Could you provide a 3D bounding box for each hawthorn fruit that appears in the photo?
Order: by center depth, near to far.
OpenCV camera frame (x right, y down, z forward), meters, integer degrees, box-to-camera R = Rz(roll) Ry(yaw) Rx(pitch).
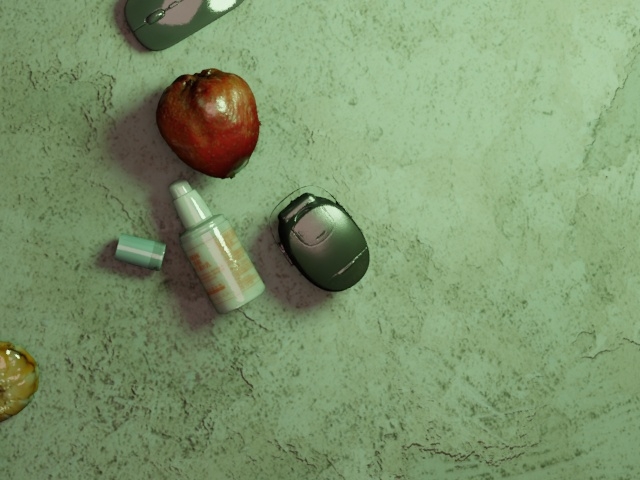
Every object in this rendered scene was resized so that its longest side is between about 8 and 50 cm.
[{"bbox_3d":[-0.188,-0.200,1.862,0.185,0.185,0.202,-26,112,-8],"label":"hawthorn fruit"}]

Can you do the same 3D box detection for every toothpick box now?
[{"bbox_3d":[-0.325,0.021,1.903,0.083,0.052,0.052,15,90,-9],"label":"toothpick box"}]

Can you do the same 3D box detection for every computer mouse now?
[{"bbox_3d":[-0.240,-0.435,1.897,0.232,0.057,0.120,-32,97,-8],"label":"computer mouse"}]

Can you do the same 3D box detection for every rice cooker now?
[{"bbox_3d":[-0.001,-0.001,1.925,0.142,0.118,0.203,-37,98,-6],"label":"rice cooker"}]

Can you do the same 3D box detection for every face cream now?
[{"bbox_3d":[-0.200,0.003,1.900,0.101,0.101,0.252,-29,97,-8],"label":"face cream"}]

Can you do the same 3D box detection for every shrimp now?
[{"bbox_3d":[-0.641,0.263,1.858,0.287,0.063,0.152,-10,105,-11],"label":"shrimp"}]
